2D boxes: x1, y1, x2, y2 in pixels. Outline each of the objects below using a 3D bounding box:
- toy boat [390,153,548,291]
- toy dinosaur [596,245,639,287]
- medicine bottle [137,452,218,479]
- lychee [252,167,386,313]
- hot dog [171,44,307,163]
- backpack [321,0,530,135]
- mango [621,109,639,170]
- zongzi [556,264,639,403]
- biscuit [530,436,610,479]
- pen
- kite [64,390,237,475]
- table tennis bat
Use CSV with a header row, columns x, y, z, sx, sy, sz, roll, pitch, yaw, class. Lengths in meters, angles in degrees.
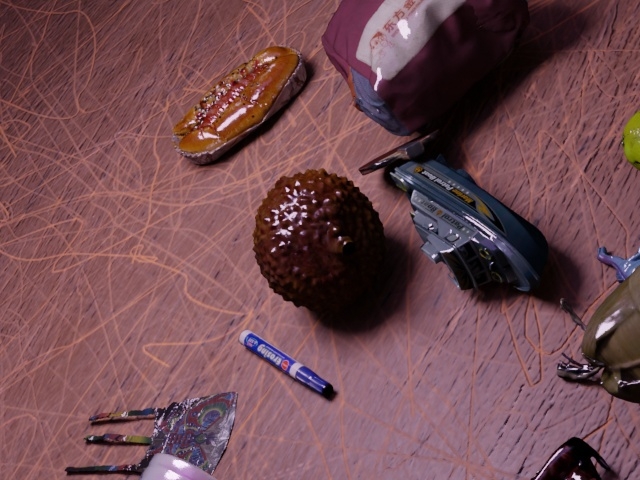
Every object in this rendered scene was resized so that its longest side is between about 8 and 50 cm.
x,y,z,sx,sy,sz,roll,pitch,yaw,class
0.195,-0.010,1.761,0.122,0.114,0.296,-38,37,-7,toy boat
0.392,0.042,1.613,0.080,0.045,0.197,-51,31,6,toy dinosaur
-0.207,0.407,1.655,0.152,0.152,0.254,11,60,44,medicine bottle
0.000,0.000,1.850,0.200,0.200,0.238,-51,19,-14,lychee
-0.135,-0.229,2.269,0.268,0.075,0.144,-41,36,-5,hot dog
0.138,-0.309,2.035,0.283,0.197,0.317,-43,30,-3,backpack
0.462,-0.125,1.674,0.178,0.100,0.119,12,59,36,mango
0.460,0.147,1.406,0.418,0.181,0.447,53,126,14,zongzi
0.287,0.313,1.419,0.151,0.063,0.235,-43,31,-5,biscuit
-0.050,0.168,1.858,0.025,0.025,0.204,-49,40,-12,pen
-0.246,0.284,1.912,0.285,0.015,0.152,-9,48,33,kite
0.118,-0.126,1.920,0.130,0.019,0.220,-28,5,-3,table tennis bat
